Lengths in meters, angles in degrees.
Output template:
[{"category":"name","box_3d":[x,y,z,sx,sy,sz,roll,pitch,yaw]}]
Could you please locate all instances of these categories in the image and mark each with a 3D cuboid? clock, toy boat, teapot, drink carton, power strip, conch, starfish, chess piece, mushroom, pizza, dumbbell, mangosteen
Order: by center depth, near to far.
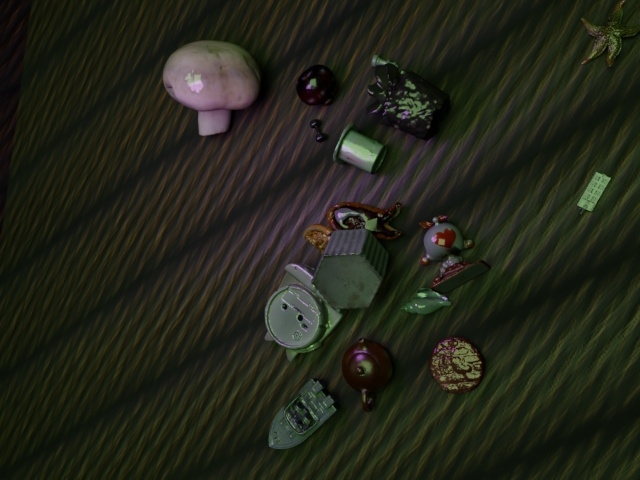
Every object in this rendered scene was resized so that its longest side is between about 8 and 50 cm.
[{"category":"power strip","box_3d":[0.817,-0.140,1.675,0.050,0.019,0.136,31,98,20]},{"category":"starfish","box_3d":[0.860,-0.626,1.678,0.176,0.053,0.208,39,96,30]},{"category":"conch","box_3d":[0.340,0.207,1.840,0.180,0.088,0.065,-12,126,16]},{"category":"teapot","box_3d":[0.149,0.446,1.861,0.178,0.135,0.252,-5,84,27]},{"category":"drink carton","box_3d":[0.142,-0.305,1.913,0.142,0.144,0.146,29,98,16]},{"category":"chess piece","box_3d":[0.227,-0.618,1.947,0.093,0.042,0.042,22,95,18]},{"category":"toy boat","box_3d":[-0.074,0.626,1.966,0.319,0.092,0.141,-47,69,15]},{"category":"pizza","box_3d":[0.000,0.000,1.974,0.178,0.041,0.131,11,127,48]},{"category":"clock","box_3d":[-0.076,0.266,1.981,0.265,0.108,0.324,36,101,20]},{"category":"mangosteen","box_3d":[-0.009,-0.548,1.996,0.152,0.152,0.153,-2,86,23]},{"category":"dumbbell","box_3d":[-0.010,-0.401,2.034,0.040,0.036,0.083,-26,77,20]},{"category":"mushroom","box_3d":[-0.385,-0.576,2.061,0.325,0.353,0.354,-7,84,38]}]

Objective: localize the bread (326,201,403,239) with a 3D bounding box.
[{"category":"bread","box_3d":[0.153,-0.063,1.922,0.268,0.095,0.140,1,91,10]}]

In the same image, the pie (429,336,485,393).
[{"category":"pie","box_3d":[0.437,0.399,1.787,0.182,0.049,0.183,-2,84,23]}]

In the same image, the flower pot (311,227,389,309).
[{"category":"flower pot","box_3d":[0.100,0.091,1.828,0.239,0.190,0.209,-2,115,15]}]

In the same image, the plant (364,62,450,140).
[{"category":"plant","box_3d":[0.278,-0.459,1.833,0.276,0.188,0.199,34,99,21]}]

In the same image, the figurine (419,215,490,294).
[{"category":"figurine","box_3d":[0.399,0.026,1.785,0.183,0.160,0.226,-32,66,18]}]
